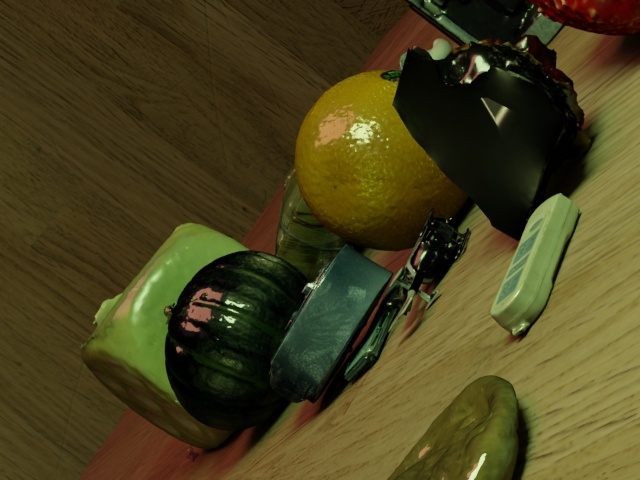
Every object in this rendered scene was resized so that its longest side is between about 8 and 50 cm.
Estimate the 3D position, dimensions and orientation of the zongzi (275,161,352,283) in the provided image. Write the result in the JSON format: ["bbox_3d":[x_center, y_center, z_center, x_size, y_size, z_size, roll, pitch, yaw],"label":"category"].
[{"bbox_3d":[0.014,-0.102,2.290,0.250,0.125,0.274,-83,5,-52],"label":"zongzi"}]

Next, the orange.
[{"bbox_3d":[0.080,-0.097,1.850,0.236,0.236,0.236,-51,7,9],"label":"orange"}]

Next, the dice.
[{"bbox_3d":[-0.186,0.138,2.281,0.252,0.254,0.250,-54,10,-21],"label":"dice"}]

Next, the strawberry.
[{"bbox_3d":[0.294,-0.295,1.610,0.205,0.205,0.244,-49,19,25],"label":"strawberry"}]

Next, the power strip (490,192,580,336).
[{"bbox_3d":[0.189,0.015,1.352,0.047,0.030,0.191,-45,10,42],"label":"power strip"}]

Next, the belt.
[{"bbox_3d":[0.006,0.099,1.802,0.190,0.082,0.141,-60,-7,20],"label":"belt"}]

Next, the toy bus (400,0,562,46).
[{"bbox_3d":[0.317,-0.462,2.193,0.440,0.209,0.249,-54,5,5],"label":"toy bus"}]

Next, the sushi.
[{"bbox_3d":[0.183,-0.126,1.534,0.150,0.172,0.153,-29,-38,-48],"label":"sushi"}]

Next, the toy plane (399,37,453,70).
[{"bbox_3d":[0.141,-0.177,2.265,0.266,0.123,0.267,-60,-8,-14],"label":"toy plane"}]

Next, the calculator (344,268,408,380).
[{"bbox_3d":[0.070,0.094,1.786,0.057,0.018,0.172,-47,9,39],"label":"calculator"}]

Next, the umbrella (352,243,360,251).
[{"bbox_3d":[0.054,0.000,2.370,0.031,0.020,0.083,-26,12,7],"label":"umbrella"}]

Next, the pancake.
[{"bbox_3d":[0.071,0.190,1.161,0.242,0.050,0.242,-50,8,9],"label":"pancake"}]

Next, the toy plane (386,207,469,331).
[{"bbox_3d":[0.116,0.028,1.710,0.078,0.053,0.197,-58,2,34],"label":"toy plane"}]

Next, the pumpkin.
[{"bbox_3d":[-0.112,0.128,2.050,0.250,0.216,0.249,-52,-29,-44],"label":"pumpkin"}]

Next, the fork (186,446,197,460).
[{"bbox_3d":[-0.203,0.330,2.420,0.016,0.012,0.115,-46,6,-6],"label":"fork"}]
